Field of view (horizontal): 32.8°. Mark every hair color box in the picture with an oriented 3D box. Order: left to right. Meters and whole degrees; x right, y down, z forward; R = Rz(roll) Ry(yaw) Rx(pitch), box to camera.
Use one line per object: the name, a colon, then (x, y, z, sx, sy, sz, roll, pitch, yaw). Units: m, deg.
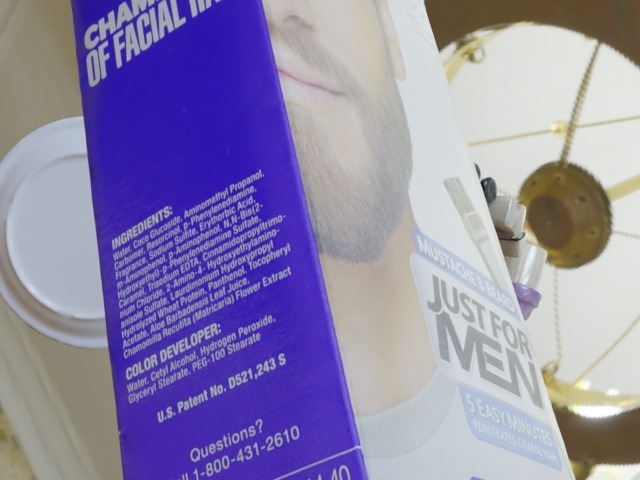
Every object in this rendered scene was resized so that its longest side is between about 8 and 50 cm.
hair color box: (0.000, 0.000, 0.479, 0.110, 0.185, 0.339, -29, -123, 25)

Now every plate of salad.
plate of salad: (-0.194, -0.007, 0.934, 0.200, 0.048, 0.200, 1, -83, 8)

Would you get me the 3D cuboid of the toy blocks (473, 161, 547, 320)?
toy blocks: (0.028, 0.081, 0.988, 0.309, 0.288, 0.260, 9, -104, 39)
